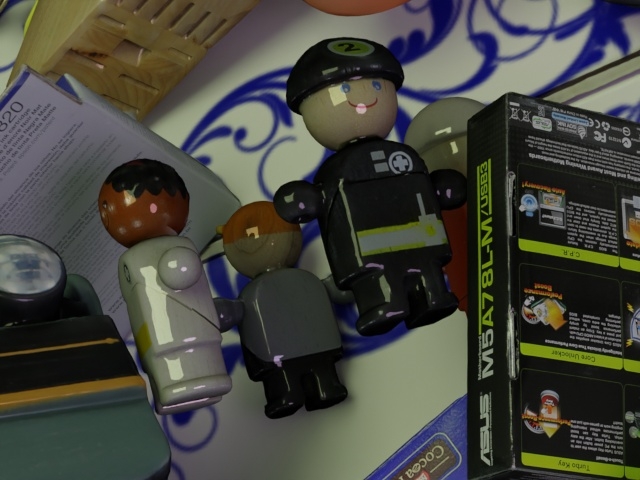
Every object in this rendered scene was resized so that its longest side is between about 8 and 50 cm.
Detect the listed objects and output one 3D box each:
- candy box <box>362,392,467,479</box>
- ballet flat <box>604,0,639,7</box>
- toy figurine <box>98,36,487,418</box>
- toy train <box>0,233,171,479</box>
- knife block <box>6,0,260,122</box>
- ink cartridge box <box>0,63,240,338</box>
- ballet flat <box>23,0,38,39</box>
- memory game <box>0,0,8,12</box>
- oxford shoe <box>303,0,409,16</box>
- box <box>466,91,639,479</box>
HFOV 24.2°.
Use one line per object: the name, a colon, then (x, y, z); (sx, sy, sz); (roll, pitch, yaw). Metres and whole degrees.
candy box: (0.081, 0.281, 0.705); (0.268, 0.122, 0.317); (-42, 56, 8)
ballet flat: (0.238, -0.158, 0.813); (0.203, 0.074, 0.074); (0, 72, 29)
toy figurine: (0.000, 0.000, 0.805); (0.209, 0.213, 0.148); (-22, 74, 26)
toy train: (-0.179, 0.162, 0.822); (0.190, 0.142, 0.334); (57, 139, 41)
knife block: (-0.105, -0.240, 1.007); (0.275, 0.088, 0.242); (-40, 43, 32)
ink cartridge box: (-0.185, 0.010, 0.899); (0.223, 0.224, 0.045); (-48, 56, 5)
ballet flat: (-0.152, -0.224, 1.064); (0.077, 0.077, 0.231); (18, 83, 50)
memory game: (-0.232, -0.245, 1.118); (0.186, 0.012, 0.186); (-27, 52, 40)
oxford shoe: (0.127, -0.268, 0.848); (0.363, 0.133, 0.130); (-38, 70, -6)
box: (0.160, 0.035, 0.722); (0.045, 0.190, 0.184); (149, 127, -60)
